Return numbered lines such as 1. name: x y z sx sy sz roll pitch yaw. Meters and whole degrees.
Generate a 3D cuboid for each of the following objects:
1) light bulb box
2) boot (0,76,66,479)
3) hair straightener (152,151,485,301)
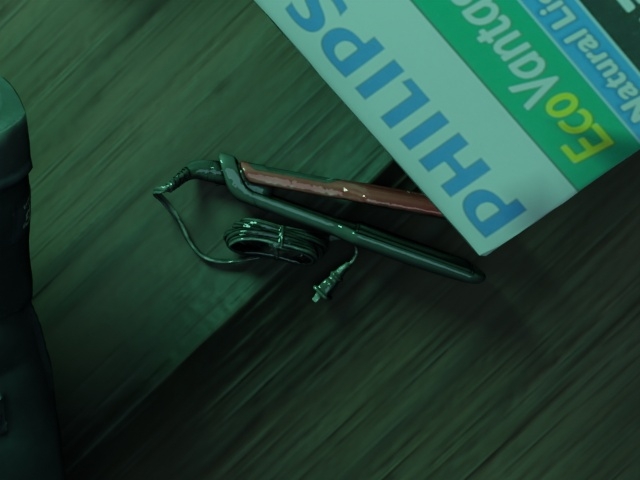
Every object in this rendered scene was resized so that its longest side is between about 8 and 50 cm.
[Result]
1. light bulb box: 0.088 -0.248 0.991 0.225 0.361 0.358 -36 103 27
2. boot: -0.340 0.130 1.143 0.367 0.146 0.445 -1 119 -1
3. hair straightener: 0.000 0.000 1.221 0.230 0.047 0.089 11 101 -6
